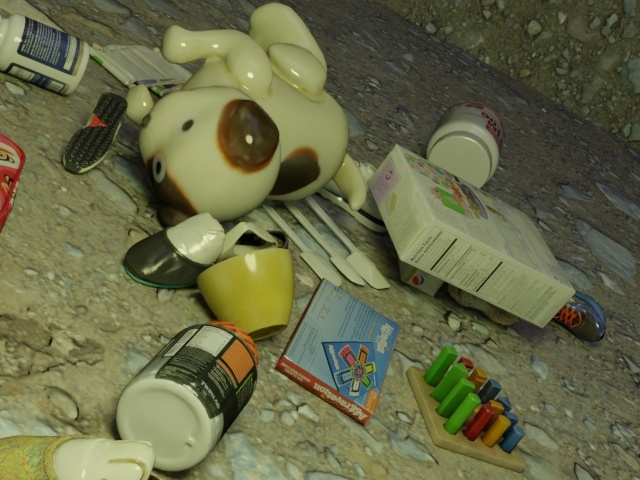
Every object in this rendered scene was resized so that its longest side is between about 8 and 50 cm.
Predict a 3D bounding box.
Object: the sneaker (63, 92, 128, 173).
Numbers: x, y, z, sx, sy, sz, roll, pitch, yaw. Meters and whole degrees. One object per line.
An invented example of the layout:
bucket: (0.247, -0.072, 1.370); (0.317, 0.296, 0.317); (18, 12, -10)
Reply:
sneaker: (-0.338, -0.146, 1.719); (0.057, 0.075, 0.161); (24, 51, -4)

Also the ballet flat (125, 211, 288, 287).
ballet flat: (-0.150, 0.008, 1.607); (0.280, 0.096, 0.095); (1, 40, -51)

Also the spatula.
spatula: (0.000, 0.000, 1.923); (0.168, 0.019, 0.242); (-3, 41, -46)

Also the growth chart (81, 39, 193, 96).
growth chart: (-0.316, -0.314, 2.117); (0.172, 0.021, 0.237); (43, 25, 20)

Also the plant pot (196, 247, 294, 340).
plant pot: (-0.089, 0.080, 1.533); (0.134, 0.134, 0.095); (2, 65, -51)

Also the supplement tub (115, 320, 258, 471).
supplement tub: (-0.141, 0.166, 1.285); (0.117, 0.117, 0.190); (35, 23, 3)

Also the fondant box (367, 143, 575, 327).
fondant box: (0.258, -0.007, 1.980); (0.330, 0.096, 0.238); (26, 25, -29)

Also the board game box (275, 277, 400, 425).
board game box: (0.032, 0.152, 1.649); (0.145, 0.027, 0.281); (32, 23, -1)

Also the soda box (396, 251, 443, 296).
soda box: (0.183, 0.008, 2.063); (0.069, 0.074, 0.216); (28, 24, -16)

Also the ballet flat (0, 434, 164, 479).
ballet flat: (-0.158, 0.258, 1.087); (0.348, 0.123, 0.123); (32, 23, -2)

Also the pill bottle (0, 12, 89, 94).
pill bottle: (-0.460, -0.302, 1.813); (0.169, 0.094, 0.094); (20, 26, -29)

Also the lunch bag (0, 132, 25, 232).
lunch bag: (-0.499, -0.104, 1.345); (0.293, 0.120, 0.258); (25, 24, -17)

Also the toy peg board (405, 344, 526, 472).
toy peg board: (0.228, 0.237, 1.671); (0.160, 0.079, 0.161); (22, 26, -25)

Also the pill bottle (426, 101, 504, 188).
pill bottle: (0.321, -0.202, 2.544); (0.160, 0.160, 0.283); (33, 24, -1)

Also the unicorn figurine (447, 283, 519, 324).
unicorn figurine: (0.289, 0.101, 2.055); (0.161, 0.060, 0.111); (6, 42, -22)

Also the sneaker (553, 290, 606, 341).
sneaker: (0.449, 0.123, 2.201); (0.221, 0.083, 0.087); (38, 36, 24)

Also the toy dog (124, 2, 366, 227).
toy dog: (-0.133, -0.148, 1.780); (0.395, 0.284, 0.408); (53, 25, -1)

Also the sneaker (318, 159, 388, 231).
sneaker: (0.052, -0.114, 2.111); (0.235, 0.095, 0.090); (32, 25, 0)
